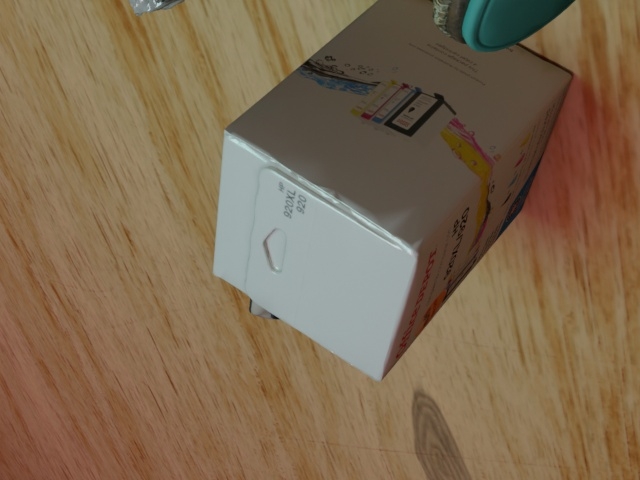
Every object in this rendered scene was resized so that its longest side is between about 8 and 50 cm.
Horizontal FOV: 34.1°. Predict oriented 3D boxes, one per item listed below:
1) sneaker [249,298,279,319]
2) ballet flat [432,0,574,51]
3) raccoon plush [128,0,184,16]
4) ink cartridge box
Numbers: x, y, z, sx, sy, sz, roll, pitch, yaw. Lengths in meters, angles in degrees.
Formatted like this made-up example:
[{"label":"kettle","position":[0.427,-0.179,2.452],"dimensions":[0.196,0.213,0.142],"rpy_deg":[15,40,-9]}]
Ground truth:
[{"label":"sneaker","position":[0.000,0.000,1.065],"dimensions":[0.110,0.107,0.275],"rpy_deg":[18,147,3]},{"label":"ballet flat","position":[0.187,-0.300,0.518],"dimensions":[0.483,0.164,0.182],"rpy_deg":[-43,70,50]},{"label":"raccoon plush","position":[-0.145,-0.353,0.743],"dimensions":[0.446,0.216,0.299],"rpy_deg":[-22,102,53]},{"label":"ink cartridge box","position":[0.053,-0.048,0.816],"dimensions":[0.168,0.232,0.171],"rpy_deg":[32,144,17]}]
